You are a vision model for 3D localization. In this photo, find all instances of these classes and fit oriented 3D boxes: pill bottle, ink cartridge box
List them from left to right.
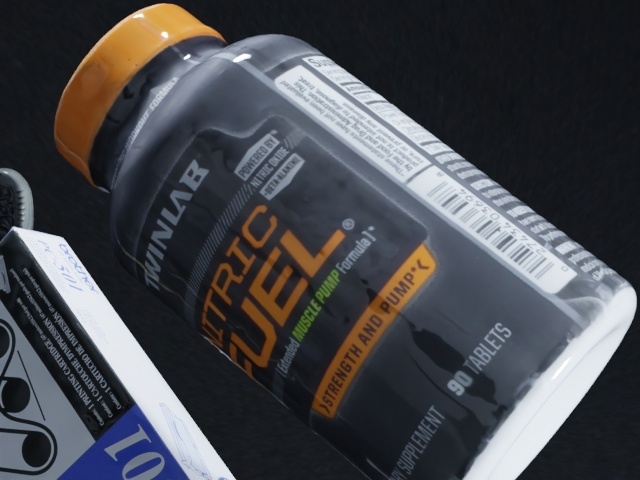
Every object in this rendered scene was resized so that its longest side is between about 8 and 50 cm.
[{"bbox_3d":[-0.115,0.101,0.703,0.097,0.046,0.207,-44,-112,14],"label":"ink cartridge box"},{"bbox_3d":[0.000,0.000,0.620,0.246,0.130,0.130,38,-93,18],"label":"pill bottle"}]

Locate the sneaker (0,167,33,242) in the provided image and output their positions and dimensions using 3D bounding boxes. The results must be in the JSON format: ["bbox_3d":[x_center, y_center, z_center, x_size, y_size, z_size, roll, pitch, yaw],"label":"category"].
[{"bbox_3d":[-0.202,0.030,0.931,0.051,0.089,0.170,16,-75,11],"label":"sneaker"}]
